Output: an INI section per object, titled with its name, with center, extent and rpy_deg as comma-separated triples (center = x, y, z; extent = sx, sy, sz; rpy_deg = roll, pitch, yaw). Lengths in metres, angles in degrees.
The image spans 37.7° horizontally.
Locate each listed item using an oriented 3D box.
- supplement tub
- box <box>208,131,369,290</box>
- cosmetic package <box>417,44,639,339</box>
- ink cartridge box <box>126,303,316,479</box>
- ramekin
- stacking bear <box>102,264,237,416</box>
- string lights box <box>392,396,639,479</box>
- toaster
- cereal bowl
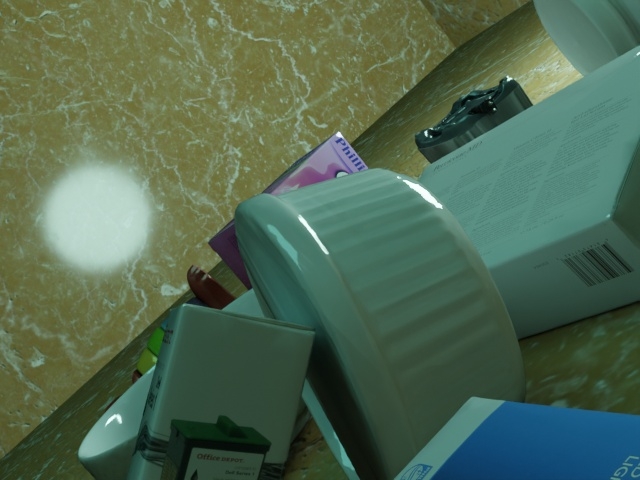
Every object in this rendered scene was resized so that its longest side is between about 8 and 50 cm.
[supplement tub]
center = 0.467, -0.363, 1.249
extent = 0.316, 0.228, 0.228
rpy_deg = -39, 9, 2
[box]
center = 0.000, 0.000, 1.374
extent = 0.117, 0.213, 0.243
rpy_deg = -30, 12, 46
[cosmetic package]
center = 0.204, -0.026, 0.942
extent = 0.377, 0.097, 0.284
rpy_deg = -29, 25, 50
[ink cartridge box]
center = -0.082, 0.156, 0.641
extent = 0.160, 0.093, 0.219
rpy_deg = 154, 129, -76
[ramekin]
center = 0.046, 0.069, 0.724
extent = 0.127, 0.272, 0.273
rpy_deg = -25, 6, -13
[stacking bear]
center = -0.213, 0.208, 1.417
extent = 0.289, 0.175, 0.164
rpy_deg = -50, -9, -9
[string lights box]
center = 0.140, 0.138, 0.363
extent = 0.077, 0.133, 0.260
rpy_deg = -42, 9, -20
[toaster]
center = 0.234, -0.124, 1.263
extent = 0.129, 0.146, 0.227
rpy_deg = -42, 8, -11
[cereal bowl]
center = -0.112, 0.191, 1.108
extent = 0.339, 0.141, 0.339
rpy_deg = -38, 9, 7
